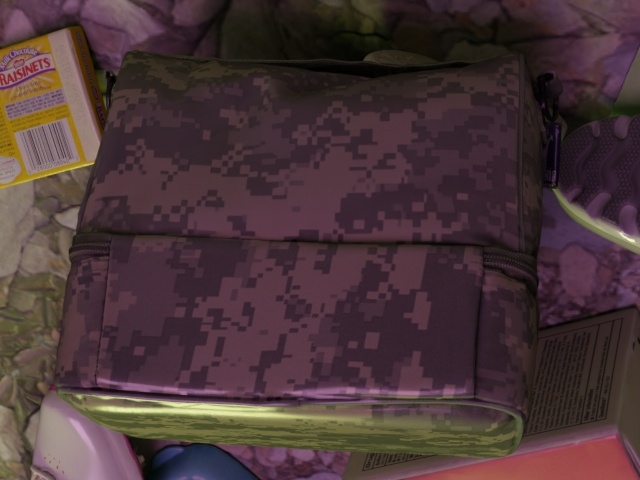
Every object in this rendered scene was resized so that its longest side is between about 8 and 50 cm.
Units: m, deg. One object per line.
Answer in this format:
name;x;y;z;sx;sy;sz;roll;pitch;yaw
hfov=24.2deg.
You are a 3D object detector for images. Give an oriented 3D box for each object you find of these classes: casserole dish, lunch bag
casserole dish;-0.086;0.266;1.383;0.188;0.037;0.114;43;126;-15
lunch bag;0.000;0.000;0.959;0.305;0.256;0.212;2;167;7

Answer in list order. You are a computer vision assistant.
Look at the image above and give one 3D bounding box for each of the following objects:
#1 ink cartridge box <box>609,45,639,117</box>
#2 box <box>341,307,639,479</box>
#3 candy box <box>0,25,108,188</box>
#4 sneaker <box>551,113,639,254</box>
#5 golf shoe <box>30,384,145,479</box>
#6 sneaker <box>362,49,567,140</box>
ink cartridge box;0.298;-0.124;0.973;0.171;0.056;0.235;20;126;4
box;0.155;0.167;1.162;0.232;0.148;0.127;-17;118;28
candy box;-0.261;-0.092;1.175;0.206;0.027;0.105;-12;96;25
sneaker;0.290;0.001;1.027;0.281;0.105;0.115;19;156;9
golf shoe;-0.230;0.265;1.353;0.115;0.140;0.306;29;134;36
sneaker;0.091;-0.075;1.070;0.152;0.058;0.084;20;119;-4
